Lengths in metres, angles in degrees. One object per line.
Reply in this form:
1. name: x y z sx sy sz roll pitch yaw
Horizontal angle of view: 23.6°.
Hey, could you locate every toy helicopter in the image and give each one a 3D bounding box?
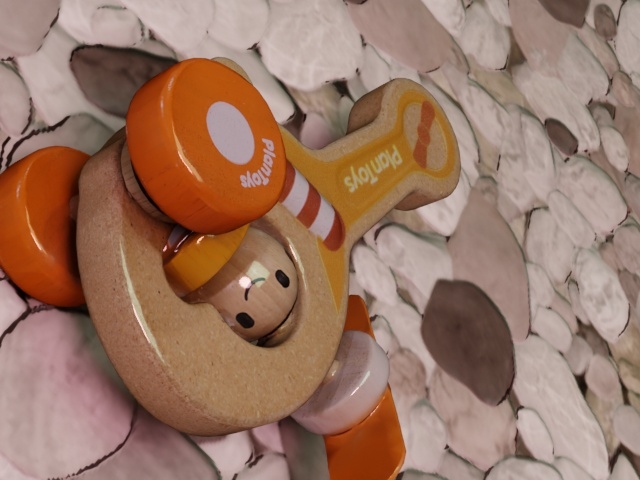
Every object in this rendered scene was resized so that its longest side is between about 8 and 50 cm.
1. toy helicopter: 0.000 0.000 0.861 0.235 0.140 0.355 61 35 -4
